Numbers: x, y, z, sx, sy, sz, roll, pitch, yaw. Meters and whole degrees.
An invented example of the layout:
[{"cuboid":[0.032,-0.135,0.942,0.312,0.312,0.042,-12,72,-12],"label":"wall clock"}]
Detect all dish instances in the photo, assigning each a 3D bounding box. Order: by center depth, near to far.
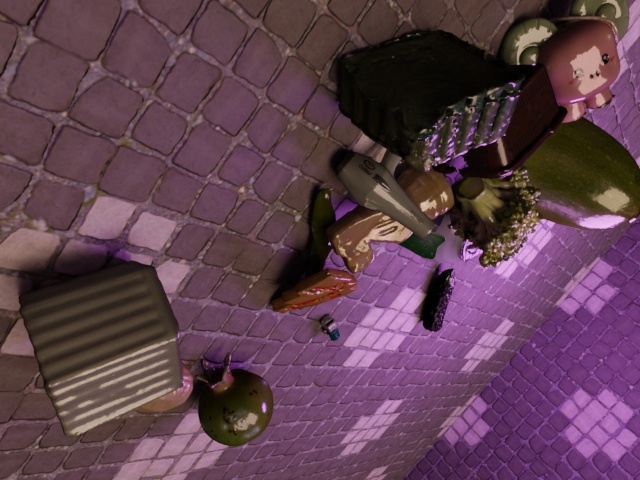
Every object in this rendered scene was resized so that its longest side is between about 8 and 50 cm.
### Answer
[{"cuboid":[0.431,-0.036,1.429,0.316,0.106,0.317,-26,141,-23],"label":"dish"}]

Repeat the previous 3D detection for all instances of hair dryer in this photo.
[{"cuboid":[0.188,-0.132,1.028,0.267,0.229,0.092,-35,-176,-13],"label":"hair dryer"}]

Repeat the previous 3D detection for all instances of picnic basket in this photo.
[{"cuboid":[0.361,-0.264,1.056,0.297,0.222,0.129,-42,125,-28],"label":"picnic basket"}]

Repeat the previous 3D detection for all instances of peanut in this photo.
[{"cuboid":[-0.370,0.267,0.968,0.125,0.111,0.274,-20,148,28],"label":"peanut"}]

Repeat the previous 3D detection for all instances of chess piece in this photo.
[{"cuboid":[0.146,-0.052,1.103,0.300,0.137,0.137,-33,143,-20],"label":"chess piece"}]

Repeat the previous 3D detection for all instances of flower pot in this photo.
[{"cuboid":[-0.340,0.159,0.789,0.189,0.209,0.240,-18,133,-31],"label":"flower pot"}]

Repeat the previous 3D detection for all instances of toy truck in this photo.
[{"cuboid":[0.029,0.239,1.367,0.039,0.044,0.083,-37,143,-15],"label":"toy truck"}]

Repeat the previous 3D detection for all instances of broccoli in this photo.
[{"cuboid":[0.380,-0.076,1.181,0.243,0.246,0.263,29,80,-51],"label":"broccoli"}]

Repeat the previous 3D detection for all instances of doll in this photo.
[{"cuboid":[0.552,-0.414,1.137,0.284,0.216,0.268,-27,122,8],"label":"doll"}]

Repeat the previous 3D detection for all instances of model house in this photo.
[{"cuboid":[0.262,-0.034,1.267,0.088,0.117,0.167,-61,168,-19],"label":"model house"}]

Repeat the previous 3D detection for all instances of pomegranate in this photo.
[{"cuboid":[-0.209,0.365,1.175,0.181,0.181,0.224,-28,119,-20],"label":"pomegranate"}]

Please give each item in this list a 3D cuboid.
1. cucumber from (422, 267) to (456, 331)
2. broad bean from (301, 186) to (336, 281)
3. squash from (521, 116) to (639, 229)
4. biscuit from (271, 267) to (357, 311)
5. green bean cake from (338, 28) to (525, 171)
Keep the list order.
[{"cuboid":[0.388,0.190,1.642,0.072,0.072,0.300,-24,140,-25],"label":"cucumber"},{"cuboid":[0.001,-0.001,1.107,0.060,0.043,0.298,-12,135,-22],"label":"broad bean"},{"cuboid":[0.698,-0.164,1.324,0.310,0.308,0.311,-43,150,-32],"label":"squash"},{"cuboid":[-0.001,0.114,1.130,0.212,0.041,0.239,-12,163,-14],"label":"biscuit"},{"cuboid":[0.181,-0.246,0.869,0.254,0.241,0.132,-27,146,-22],"label":"green bean cake"}]
